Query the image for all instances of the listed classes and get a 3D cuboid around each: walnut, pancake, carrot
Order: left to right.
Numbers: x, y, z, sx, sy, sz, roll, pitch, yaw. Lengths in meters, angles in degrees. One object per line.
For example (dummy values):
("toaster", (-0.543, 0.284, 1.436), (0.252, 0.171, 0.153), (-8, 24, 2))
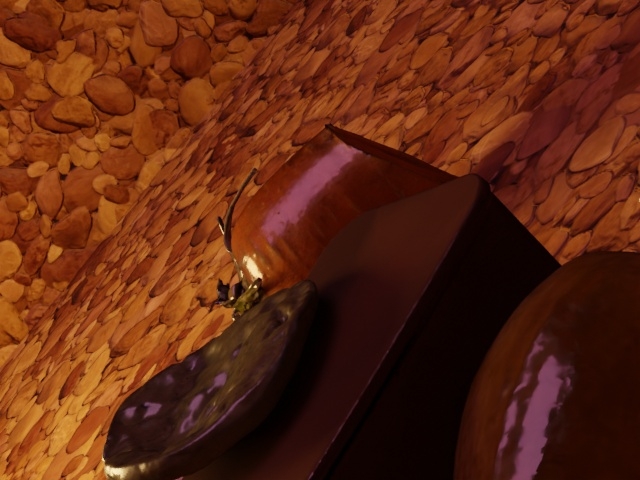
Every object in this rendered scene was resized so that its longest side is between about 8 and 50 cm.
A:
("pancake", (-0.080, 0.119, 1.324), (0.242, 0.050, 0.242), (-37, 16, 13))
("carrot", (0.000, 0.000, 1.874), (0.331, 0.214, 0.193), (-50, 16, 6))
("walnut", (0.182, 0.160, 1.107), (0.209, 0.209, 0.336), (-24, 31, 53))

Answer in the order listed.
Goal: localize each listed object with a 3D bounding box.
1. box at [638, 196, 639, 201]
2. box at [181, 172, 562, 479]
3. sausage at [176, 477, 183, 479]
("box", (0.357, -0.066, 1.463), (0.089, 0.022, 0.156), (-56, 19, -18))
("box", (0.075, 0.159, 1.309), (0.239, 0.229, 0.339), (-19, 34, 58))
("sausage", (-0.172, 0.266, 1.896), (0.112, 0.112, 0.328), (-48, 20, 0))
